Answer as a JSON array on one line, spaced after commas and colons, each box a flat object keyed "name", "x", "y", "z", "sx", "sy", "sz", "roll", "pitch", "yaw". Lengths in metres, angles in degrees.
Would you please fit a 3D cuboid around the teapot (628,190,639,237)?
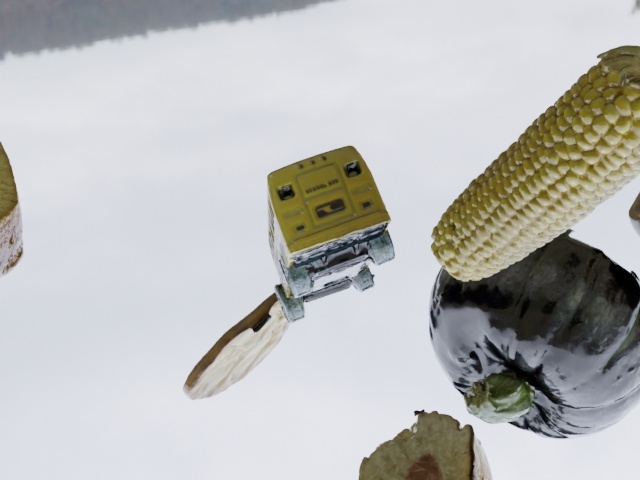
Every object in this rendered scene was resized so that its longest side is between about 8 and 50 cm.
[{"name": "teapot", "x": 0.571, "y": -0.101, "z": 1.434, "sx": 0.300, "sy": 0.253, "sz": 0.344, "roll": -13, "pitch": -155, "yaw": 44}]

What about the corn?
[{"name": "corn", "x": 0.193, "y": -0.055, "z": 0.906, "sx": 0.260, "sy": 0.091, "sz": 0.091, "roll": -44, "pitch": -168, "yaw": 38}]

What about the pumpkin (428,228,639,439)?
[{"name": "pumpkin", "x": 0.265, "y": 0.138, "z": 1.357, "sx": 0.295, "sy": 0.296, "sz": 0.296, "roll": -7, "pitch": -161, "yaw": 2}]

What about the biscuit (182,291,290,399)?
[{"name": "biscuit", "x": -0.120, "y": 0.164, "z": 1.716, "sx": 0.041, "sy": 0.203, "sz": 0.260, "roll": 44, "pitch": -129, "yaw": 13}]

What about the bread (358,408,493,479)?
[{"name": "bread", "x": 0.145, "y": 0.354, "z": 1.557, "sx": 0.183, "sy": 0.211, "sz": 0.224, "roll": -7, "pitch": -179, "yaw": 17}]

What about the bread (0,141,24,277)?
[{"name": "bread", "x": -0.418, "y": -0.009, "z": 1.276, "sx": 0.134, "sy": 0.129, "sz": 0.260, "roll": 31, "pitch": -145, "yaw": 7}]

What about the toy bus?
[{"name": "toy bus", "x": 0.000, "y": 0.000, "z": 1.238, "sx": 0.121, "sy": 0.123, "sz": 0.335, "roll": -21, "pitch": 170, "yaw": -7}]
